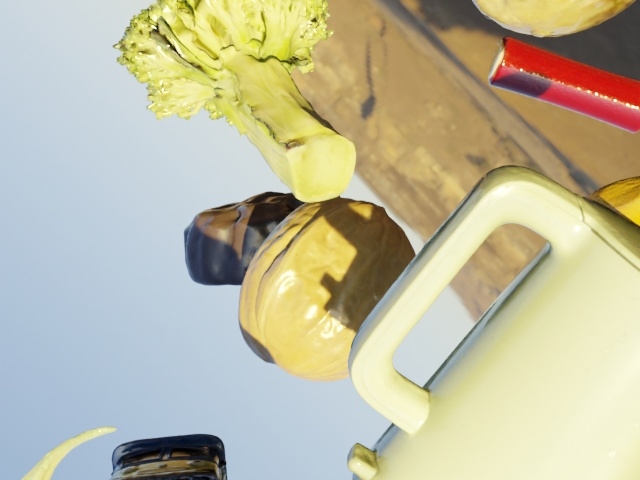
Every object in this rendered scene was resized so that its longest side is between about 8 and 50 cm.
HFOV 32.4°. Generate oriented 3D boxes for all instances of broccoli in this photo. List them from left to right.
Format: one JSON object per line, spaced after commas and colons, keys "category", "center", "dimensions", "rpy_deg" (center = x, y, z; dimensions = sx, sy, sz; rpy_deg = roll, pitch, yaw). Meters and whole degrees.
{"category": "broccoli", "center": [-0.056, -0.180, 1.328], "dimensions": [0.361, 0.221, 0.252], "rpy_deg": [39, -152, 30]}

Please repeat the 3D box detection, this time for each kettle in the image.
{"category": "kettle", "center": [0.174, 0.124, 0.919], "dimensions": [0.265, 0.318, 0.205], "rpy_deg": [41, -163, 15]}

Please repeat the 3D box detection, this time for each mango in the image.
{"category": "mango", "center": [0.296, -0.020, 1.026], "dimensions": [0.190, 0.098, 0.075], "rpy_deg": [-23, 75, 62]}

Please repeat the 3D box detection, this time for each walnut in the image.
{"category": "walnut", "center": [0.011, 0.061, 1.459], "dimensions": [0.225, 0.261, 0.225], "rpy_deg": [36, 169, 8]}

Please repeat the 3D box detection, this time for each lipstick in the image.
{"category": "lipstick", "center": [0.368, -0.228, 1.616], "dimensions": [0.241, 0.080, 0.080], "rpy_deg": [18, -172, -3]}

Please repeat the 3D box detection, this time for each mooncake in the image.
{"category": "mooncake", "center": [-0.086, -0.010, 1.806], "dimensions": [0.283, 0.283, 0.141], "rpy_deg": [-47, -50, -84]}

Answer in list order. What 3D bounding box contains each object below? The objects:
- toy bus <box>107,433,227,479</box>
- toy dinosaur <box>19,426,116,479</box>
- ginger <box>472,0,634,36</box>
{"category": "toy bus", "center": [-0.168, 0.386, 1.277], "dimensions": [0.175, 0.138, 0.287], "rpy_deg": [-122, 27, -82]}
{"category": "toy dinosaur", "center": [-0.470, 0.390, 1.608], "dimensions": [0.092, 0.393, 0.205], "rpy_deg": [-1, 121, 58]}
{"category": "ginger", "center": [0.245, -0.287, 0.884], "dimensions": [0.155, 0.245, 0.304], "rpy_deg": [59, 166, 6]}
